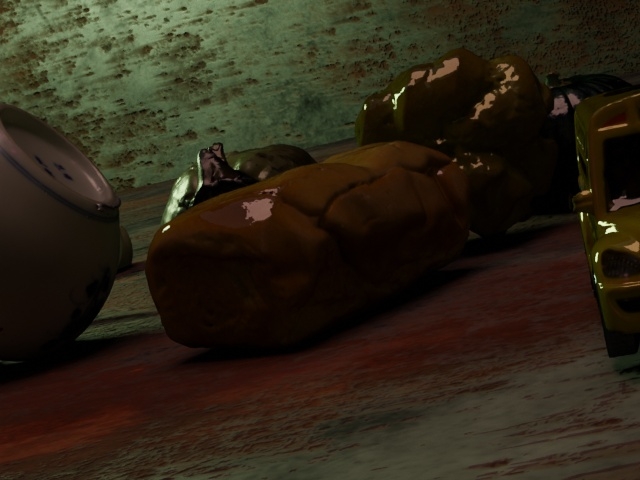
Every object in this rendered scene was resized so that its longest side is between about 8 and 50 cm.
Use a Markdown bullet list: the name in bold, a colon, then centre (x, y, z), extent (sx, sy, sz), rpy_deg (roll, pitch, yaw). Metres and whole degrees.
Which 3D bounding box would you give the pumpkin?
- **pumpkin**: centre (0.253, -0.108, 1.719), extent (0.202, 0.140, 0.202), rpy_deg (-16, 9, 2)

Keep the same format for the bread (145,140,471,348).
- **bread**: centre (0.000, 0.000, 1.379), extent (0.167, 0.132, 0.294), rpy_deg (-17, 5, 39)

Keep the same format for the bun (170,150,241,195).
- **bun**: centre (-0.128, -0.069, 2.269), extent (0.173, 0.113, 0.166), rpy_deg (-15, 6, -32)

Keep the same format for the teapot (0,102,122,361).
- **teapot**: centre (-0.332, 0.020, 1.543), extent (0.280, 0.252, 0.424), rpy_deg (-49, -24, 13)

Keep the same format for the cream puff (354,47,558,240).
- **cream puff**: centre (0.128, -0.077, 1.568), extent (0.221, 0.194, 0.195), rpy_deg (-33, -3, 27)

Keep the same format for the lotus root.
- **lotus root**: centre (-0.062, -0.028, 1.625), extent (0.173, 0.173, 0.309), rpy_deg (-13, 7, 9)

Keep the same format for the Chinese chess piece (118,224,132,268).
- **Chinese chess piece**: centre (-0.318, 0.023, 2.149), extent (0.144, 0.058, 0.144), rpy_deg (-13, 5, 1)

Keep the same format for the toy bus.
- **toy bus**: centre (0.230, -0.029, 1.046), extent (0.145, 0.151, 0.331), rpy_deg (-11, 6, 8)
